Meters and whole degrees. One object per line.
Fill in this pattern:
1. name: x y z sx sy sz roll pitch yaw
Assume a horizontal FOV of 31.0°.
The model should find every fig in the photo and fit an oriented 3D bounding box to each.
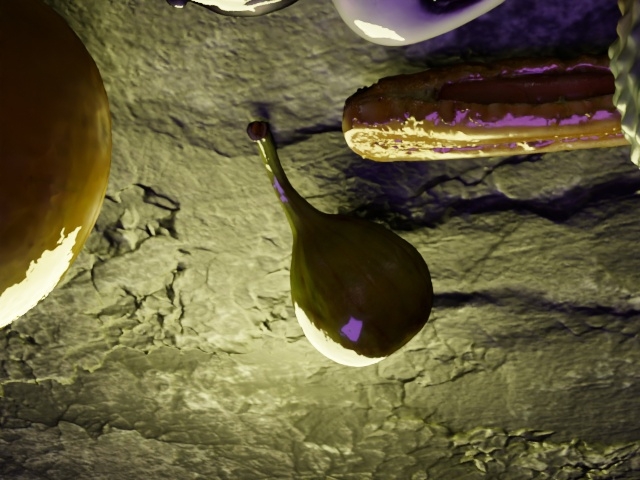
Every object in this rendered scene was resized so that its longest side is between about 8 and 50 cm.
1. fig: 0.000 0.000 0.989 0.124 0.124 0.236 -27 106 39

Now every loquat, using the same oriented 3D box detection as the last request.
1. loquat: -0.292 -0.065 0.848 0.276 0.284 0.276 12 146 8

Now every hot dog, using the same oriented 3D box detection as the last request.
1. hot dog: 0.159 -0.100 0.842 0.289 0.068 0.083 -4 161 14

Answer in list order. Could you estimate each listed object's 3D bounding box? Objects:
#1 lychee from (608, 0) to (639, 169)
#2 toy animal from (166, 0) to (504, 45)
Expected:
1. lychee: 0.302 -0.103 0.663 0.274 0.255 0.255 16 143 -27
2. toy animal: 0.026 -0.213 0.664 0.235 0.165 0.187 10 124 9
